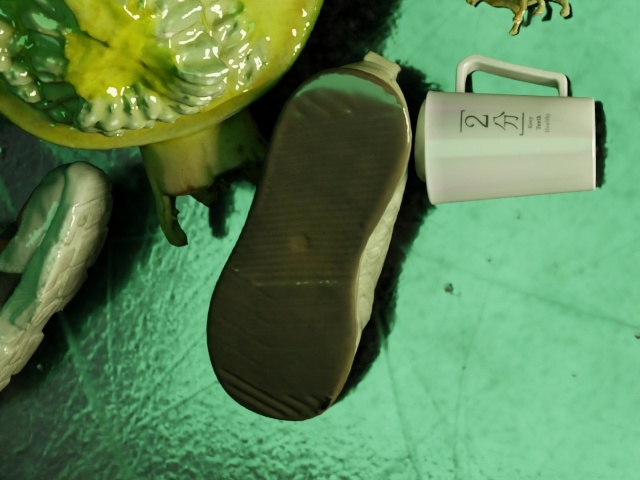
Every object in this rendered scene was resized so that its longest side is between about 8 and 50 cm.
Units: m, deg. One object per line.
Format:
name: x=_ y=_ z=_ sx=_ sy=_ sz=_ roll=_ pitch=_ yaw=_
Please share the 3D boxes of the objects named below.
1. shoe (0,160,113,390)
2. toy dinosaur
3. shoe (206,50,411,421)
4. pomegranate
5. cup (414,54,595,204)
shoe: x=-0.241 y=0.020 z=1.144 sx=0.125 sy=0.099 sz=0.227 roll=37 pitch=106 yaw=7
toy dinosaur: x=0.151 y=-0.165 z=1.072 sx=0.113 sy=0.026 sz=0.041 roll=-11 pitch=73 yaw=23
shoe: x=0.000 y=0.000 z=1.084 sx=0.103 sy=0.098 sz=0.274 roll=22 pitch=118 yaw=4
pomegranate: x=-0.114 y=-0.155 z=1.046 sx=0.260 sy=0.260 sz=0.340 roll=-7 pitch=120 yaw=14
cup: x=0.123 y=-0.076 z=1.071 sx=0.116 sy=0.074 sz=0.104 roll=-2 pitch=64 yaw=11
